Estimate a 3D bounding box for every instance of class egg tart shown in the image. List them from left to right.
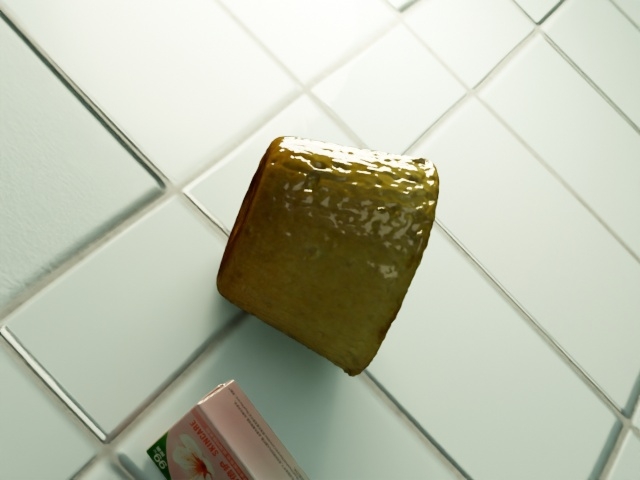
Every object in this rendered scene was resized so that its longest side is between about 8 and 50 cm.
[{"bbox_3d":[0.000,0.000,1.007,0.147,0.203,0.203,21,45,-7],"label":"egg tart"}]

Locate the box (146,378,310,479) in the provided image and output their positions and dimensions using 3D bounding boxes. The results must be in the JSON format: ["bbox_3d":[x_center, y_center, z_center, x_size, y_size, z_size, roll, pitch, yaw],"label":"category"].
[{"bbox_3d":[-0.062,0.178,0.868,0.125,0.089,0.043,51,41,8],"label":"box"}]
